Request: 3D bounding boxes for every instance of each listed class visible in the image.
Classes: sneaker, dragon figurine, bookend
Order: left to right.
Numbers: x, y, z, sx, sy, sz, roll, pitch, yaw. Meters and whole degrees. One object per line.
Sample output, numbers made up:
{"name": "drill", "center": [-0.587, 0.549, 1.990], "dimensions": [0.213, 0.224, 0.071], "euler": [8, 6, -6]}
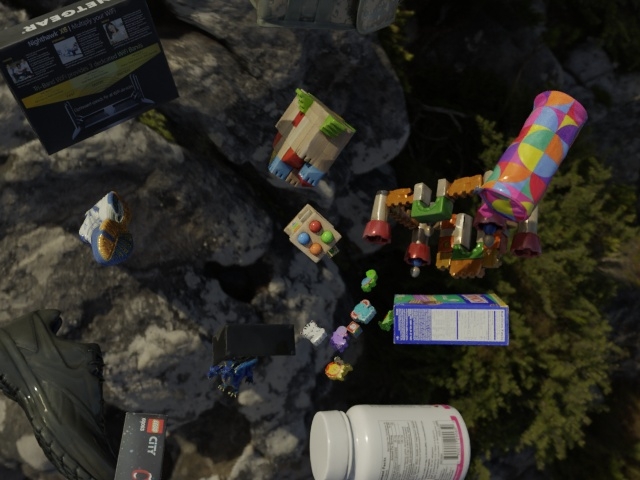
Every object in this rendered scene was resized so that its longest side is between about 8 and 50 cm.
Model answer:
{"name": "sneaker", "center": [-0.330, 0.205, 0.827], "dimensions": [0.130, 0.286, 0.109], "euler": [-32, 167, -33]}
{"name": "sneaker", "center": [-0.594, -0.009, 1.714], "dimensions": [0.131, 0.296, 0.111], "euler": [-32, 124, 9]}
{"name": "dragon figurine", "center": [-0.263, 0.413, 2.060], "dimensions": [0.289, 0.085, 0.143], "euler": [-30, 140, -53]}
{"name": "bookend", "center": [-0.157, 0.241, 1.434], "dimensions": [0.156, 0.157, 0.072], "euler": [3, 70, -21]}

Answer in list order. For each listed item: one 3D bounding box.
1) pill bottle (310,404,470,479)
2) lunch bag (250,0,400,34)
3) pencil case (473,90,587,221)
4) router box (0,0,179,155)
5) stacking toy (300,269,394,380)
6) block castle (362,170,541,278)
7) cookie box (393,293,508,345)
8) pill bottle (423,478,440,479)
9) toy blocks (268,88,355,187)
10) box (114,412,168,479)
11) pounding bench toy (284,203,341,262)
{"name": "pill bottle", "center": [0.132, 0.404, 1.229], "dimensions": [0.283, 0.160, 0.160], "euler": [4, 111, -15]}
{"name": "lunch bag", "center": [0.032, -0.488, 1.059], "dimensions": [0.287, 0.168, 0.235], "euler": [-3, 133, -17]}
{"name": "pencil case", "center": [0.360, -0.142, 1.073], "dimensions": [0.104, 0.104, 0.236], "euler": [43, 77, -31]}
{"name": "router box", "center": [-0.473, -0.348, 1.278], "dimensions": [0.309, 0.081, 0.242], "euler": [-29, 138, -18]}
{"name": "stacking toy", "center": [0.069, 0.184, 1.367], "dimensions": [0.221, 0.052, 0.167], "euler": [-45, 135, -15]}
{"name": "block castle", "center": [0.382, -0.024, 1.829], "dimensions": [0.303, 0.454, 0.212], "euler": [27, 66, -42]}
{"name": "cookie box", "center": [0.128, 0.077, 0.629], "dimensions": [0.107, 0.092, 0.040], "euler": [0, 92, 7]}
{"name": "pill bottle", "center": [0.173, 0.359, 0.746], "dimensions": [0.117, 0.215, 0.117], "euler": [-10, 102, -54]}
{"name": "toy blocks", "center": [-0.056, -0.283, 1.865], "dimensions": [0.191, 0.381, 0.260], "euler": [29, 104, -29]}
{"name": "box", "center": [-0.189, 0.313, 0.613], "dimensions": [0.044, 0.233, 0.159], "euler": [7, 134, -11]}
{"name": "pounding bench toy", "center": [0.000, 0.000, 0.876], "dimensions": [0.083, 0.065, 0.052], "euler": [42, 94, -19]}
